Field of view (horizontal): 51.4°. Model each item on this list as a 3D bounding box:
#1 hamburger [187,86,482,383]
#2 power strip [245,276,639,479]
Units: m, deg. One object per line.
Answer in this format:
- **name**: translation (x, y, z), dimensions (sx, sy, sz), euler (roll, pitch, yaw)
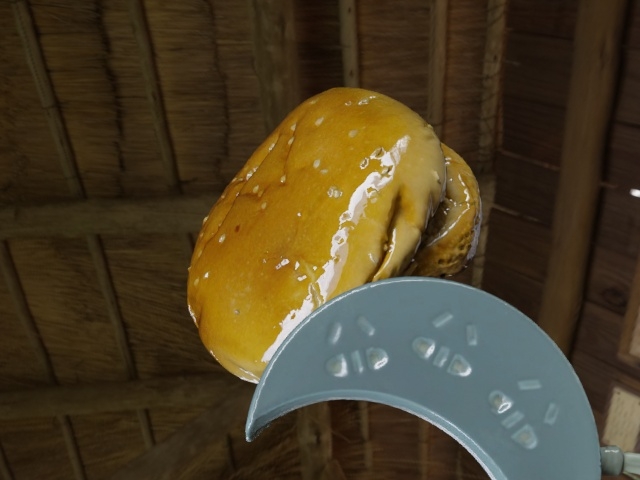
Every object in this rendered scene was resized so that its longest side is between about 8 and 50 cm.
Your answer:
- **hamburger**: translation (0.000, 0.000, 0.627), dimensions (0.170, 0.314, 0.290), euler (33, -86, -28)
- **power strip**: translation (0.089, 0.115, 0.437), dimensions (0.167, 0.253, 0.054), euler (-63, -12, -11)
